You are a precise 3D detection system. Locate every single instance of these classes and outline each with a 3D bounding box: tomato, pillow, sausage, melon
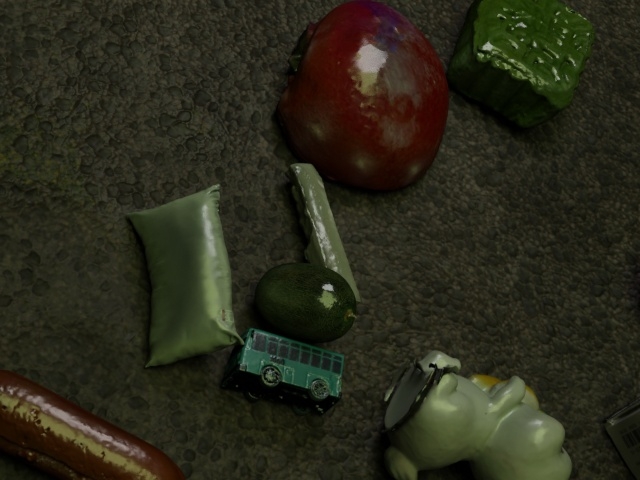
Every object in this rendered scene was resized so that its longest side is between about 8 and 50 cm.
[{"bbox_3d":[0.098,-0.255,2.035,0.290,0.176,0.335,27,55,-12],"label":"tomato"},{"bbox_3d":[-0.196,0.048,1.792,0.144,0.078,0.254,-16,67,13],"label":"pillow"},{"bbox_3d":[-0.315,0.266,1.625,0.330,0.102,0.102,30,56,-7],"label":"sausage"},{"bbox_3d":[-0.017,0.089,1.818,0.167,0.114,0.114,13,47,33],"label":"melon"}]

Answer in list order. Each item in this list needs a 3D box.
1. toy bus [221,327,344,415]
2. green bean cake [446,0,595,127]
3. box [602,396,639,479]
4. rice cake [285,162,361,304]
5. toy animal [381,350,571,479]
[{"bbox_3d":[-0.053,0.184,1.791,0.160,0.079,0.091,17,58,-16],"label":"toy bus"},{"bbox_3d":[0.351,-0.330,2.213,0.222,0.125,0.248,29,56,-8],"label":"green bean cake"},{"bbox_3d":[0.628,0.256,1.996,0.333,0.173,0.145,-24,75,-32],"label":"box"},{"bbox_3d":[0.000,0.000,1.926,0.057,0.052,0.256,15,52,-57],"label":"rice cake"},{"bbox_3d":[0.240,0.298,1.808,0.310,0.183,0.247,36,60,-9],"label":"toy animal"}]
